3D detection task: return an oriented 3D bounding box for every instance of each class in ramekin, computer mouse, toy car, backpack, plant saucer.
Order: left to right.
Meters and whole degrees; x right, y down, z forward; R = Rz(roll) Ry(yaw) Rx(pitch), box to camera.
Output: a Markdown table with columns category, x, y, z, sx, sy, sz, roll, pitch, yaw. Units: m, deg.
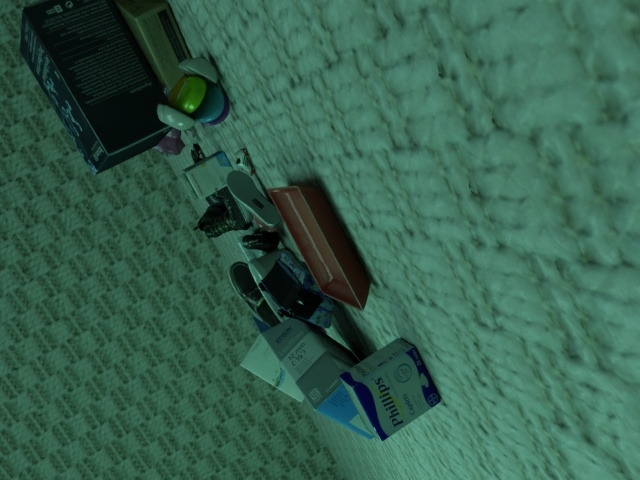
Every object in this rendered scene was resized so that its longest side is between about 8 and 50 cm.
| category | x | y | z | sx | sy | sz | roll | pitch | yaw |
| --- | --- | --- | --- | --- | --- | --- | --- | --- | --- |
| toy car | -0.270 | -0.310 | 1.420 | 0.136 | 0.159 | 0.182 | 27 | -179 | -26 |
| computer mouse | -0.384 | -0.188 | 2.217 | 0.272 | 0.072 | 0.188 | 54 | 165 | 24 |
| ramekin | -0.099 | 0.119 | 1.737 | 0.207 | 0.109 | 0.207 | 54 | 165 | 21 |
| backpack | -0.032 | 0.124 | 1.488 | 0.173 | 0.116 | 0.158 | 30 | -171 | -36 |
| plant saucer | 0.000 | 0.000 | 1.247 | 0.258 | 0.048 | 0.259 | 62 | 168 | -11 |

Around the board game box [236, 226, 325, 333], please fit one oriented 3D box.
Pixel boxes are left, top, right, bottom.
| category | x | y | z | sx | sy | sz | roll | pitch | yaw |
| --- | --- | --- | --- | --- | --- | --- | --- | --- | --- |
| board game box | -0.132 | 0.140 | 2.040 | 0.389 | 0.050 | 0.390 | 60 | 167 | -3 |

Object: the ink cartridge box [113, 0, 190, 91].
| category | x | y | z | sx | sy | sz | roll | pitch | yaw |
| --- | --- | --- | --- | --- | --- | --- | --- | --- | --- |
| ink cartridge box | -0.411 | -0.504 | 1.587 | 0.235 | 0.088 | 0.193 | 45 | 162 | 47 |

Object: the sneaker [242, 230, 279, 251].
| category | x | y | z | sx | sy | sz | roll | pitch | yaw |
| --- | --- | --- | --- | --- | --- | --- | --- | --- | --- |
| sneaker | -0.137 | -0.001 | 1.679 | 0.089 | 0.170 | 0.051 | -10 | 85 | 33 |

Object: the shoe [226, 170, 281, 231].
| category | x | y | z | sx | sy | sz | roll | pitch | yaw |
| --- | --- | --- | --- | --- | --- | --- | --- | --- | --- |
| shoe | -0.169 | -0.094 | 1.601 | 0.178 | 0.063 | 0.081 | 45 | 163 | 7 |

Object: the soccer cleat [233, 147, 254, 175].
| category | x | y | z | sx | sy | sz | roll | pitch | yaw |
| --- | --- | --- | --- | --- | --- | --- | --- | --- | --- |
| soccer cleat | -0.187 | -0.187 | 1.559 | 0.029 | 0.036 | 0.083 | 48 | 162 | 41 |

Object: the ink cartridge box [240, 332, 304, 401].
| category | x | y | z | sx | sy | sz | roll | pitch | yaw |
| --- | --- | --- | --- | --- | --- | --- | --- | --- | --- |
| ink cartridge box | -0.119 | 0.393 | 2.094 | 0.233 | 0.168 | 0.171 | 32 | 169 | 0 |

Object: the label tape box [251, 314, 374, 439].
| category | x | y | z | sx | sy | sz | roll | pitch | yaw |
| --- | --- | --- | --- | --- | --- | --- | --- | --- | --- |
| label tape box | 0.007 | 0.296 | 1.557 | 0.249 | 0.115 | 0.347 | 41 | -175 | -44 |

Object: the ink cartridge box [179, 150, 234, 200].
| category | x | y | z | sx | sy | sz | roll | pitch | yaw |
| --- | --- | --- | --- | --- | --- | --- | --- | --- | --- |
| ink cartridge box | -0.330 | -0.186 | 1.856 | 0.092 | 0.143 | 0.090 | 64 | 166 | -18 |

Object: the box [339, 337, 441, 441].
| category | x | y | z | sx | sy | sz | roll | pitch | yaw |
| --- | --- | --- | --- | --- | --- | --- | --- | --- | --- |
| box | 0.126 | 0.269 | 1.159 | 0.126 | 0.137 | 0.072 | 63 | 166 | -14 |

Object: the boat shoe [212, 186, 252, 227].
| category | x | y | z | sx | sy | sz | roll | pitch | yaw |
| --- | --- | --- | --- | --- | --- | --- | --- | --- | --- |
| boat shoe | -0.297 | -0.143 | 1.978 | 0.228 | 0.076 | 0.080 | 61 | 167 | -6 |

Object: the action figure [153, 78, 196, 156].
| category | x | y | z | sx | sy | sz | roll | pitch | yaw |
| --- | --- | --- | --- | --- | --- | --- | --- | --- | --- |
| action figure | -0.486 | -0.423 | 1.990 | 0.370 | 0.248 | 0.275 | 125 | 158 | -62 |

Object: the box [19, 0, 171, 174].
| category | x | y | z | sx | sy | sz | roll | pitch | yaw |
| --- | --- | --- | --- | --- | --- | --- | --- | --- | --- |
| box | -0.584 | -0.408 | 1.676 | 0.395 | 0.212 | 0.294 | 61 | 155 | -9 |

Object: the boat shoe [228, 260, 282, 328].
| category | x | y | z | sx | sy | sz | roll | pitch | yaw |
| --- | --- | --- | --- | --- | --- | --- | --- | --- | --- |
| boat shoe | -0.180 | 0.180 | 1.986 | 0.285 | 0.103 | 0.092 | 55 | 162 | 1 |

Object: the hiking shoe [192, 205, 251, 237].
| category | x | y | z | sx | sy | sz | roll | pitch | yaw |
| --- | --- | --- | --- | --- | --- | --- | --- | --- | --- |
| hiking shoe | -0.320 | -0.045 | 2.096 | 0.227 | 0.114 | 0.086 | 8 | 143 | 45 |
